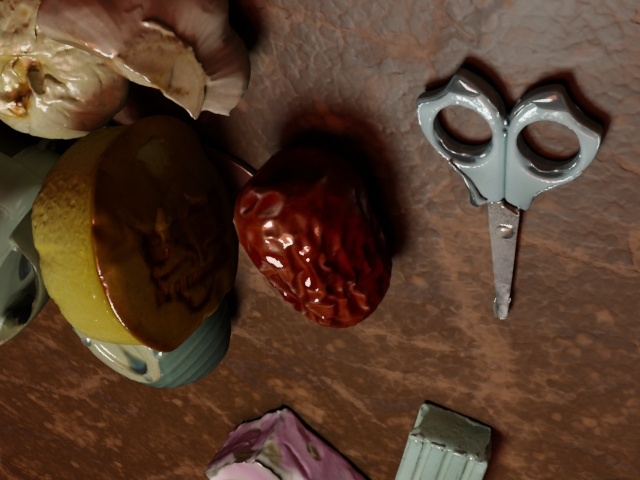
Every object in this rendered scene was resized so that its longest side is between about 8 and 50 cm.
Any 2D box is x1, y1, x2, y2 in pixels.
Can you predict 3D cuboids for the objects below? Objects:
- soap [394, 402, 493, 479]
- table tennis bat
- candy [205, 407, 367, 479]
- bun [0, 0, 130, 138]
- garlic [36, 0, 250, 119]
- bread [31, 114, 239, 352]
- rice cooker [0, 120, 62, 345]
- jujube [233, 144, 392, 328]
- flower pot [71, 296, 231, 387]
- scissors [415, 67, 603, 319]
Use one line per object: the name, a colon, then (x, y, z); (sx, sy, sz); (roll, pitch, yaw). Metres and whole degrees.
soap: (0.166, 0.316, 1.632); (0.114, 0.063, 0.198); (21, 140, 9)
table tennis bat: (-0.165, -0.080, 1.458); (0.246, 0.022, 0.138); (28, 139, 0)
candy: (-0.029, 0.384, 1.784); (0.265, 0.116, 0.155); (43, 140, -15)
bun: (-0.329, -0.197, 1.349); (0.222, 0.127, 0.222); (19, 139, 18)
garlic: (-0.172, -0.226, 1.217); (0.229, 0.143, 0.178); (16, -167, -33)
bread: (-0.200, -0.006, 1.347); (0.148, 0.270, 0.270); (-5, 129, 30)
rice cooker: (-0.483, -0.012, 1.488); (0.325, 0.335, 0.335); (29, 141, 1)
jujube: (0.000, 0.000, 1.338); (0.155, 0.155, 0.230); (-2, 139, 34)
flower pot: (-0.231, 0.091, 1.570); (0.243, 0.157, 0.189); (43, 141, -12)
scissors: (0.197, -0.031, 1.273); (0.191, 0.029, 0.360); (13, 137, 19)
